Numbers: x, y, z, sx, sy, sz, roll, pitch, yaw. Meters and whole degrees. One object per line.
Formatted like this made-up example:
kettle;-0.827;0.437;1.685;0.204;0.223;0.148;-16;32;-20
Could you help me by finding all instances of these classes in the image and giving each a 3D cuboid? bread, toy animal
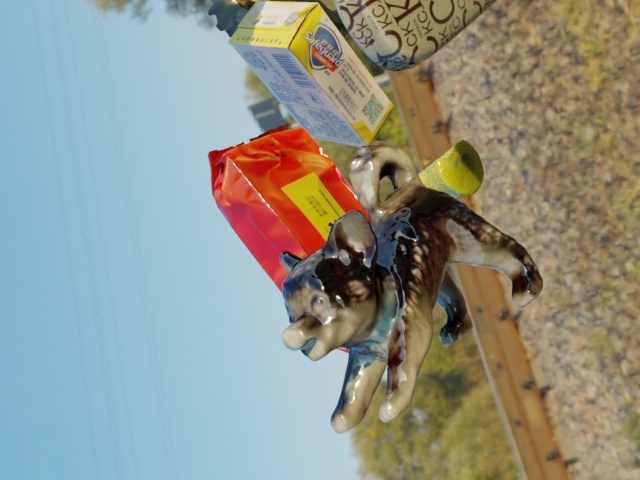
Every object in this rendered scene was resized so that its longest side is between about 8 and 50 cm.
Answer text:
bread;0.282;-0.140;1.988;0.111;0.129;0.114;59;146;-3
toy animal;0.070;0.042;1.207;0.302;0.344;0.194;55;144;3

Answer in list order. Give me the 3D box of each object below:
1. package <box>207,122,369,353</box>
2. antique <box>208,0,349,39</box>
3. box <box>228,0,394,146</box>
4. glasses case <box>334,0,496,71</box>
package;0.000;-0.001;1.498;0.423;0.196;0.123;49;140;14
antique;-0.090;-0.442;1.817;0.284;0.150;0.125;12;-129;-34
box;-0.013;-0.282;1.580;0.168;0.097;0.265;17;157;48
glasses case;0.141;-0.310;1.014;0.354;0.085;0.137;-45;-73;-35
